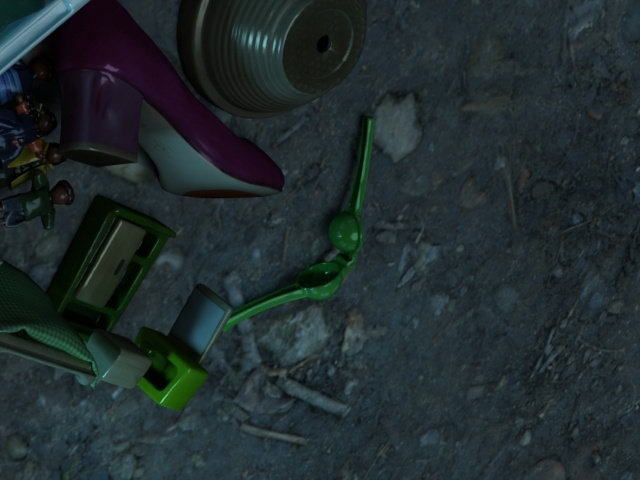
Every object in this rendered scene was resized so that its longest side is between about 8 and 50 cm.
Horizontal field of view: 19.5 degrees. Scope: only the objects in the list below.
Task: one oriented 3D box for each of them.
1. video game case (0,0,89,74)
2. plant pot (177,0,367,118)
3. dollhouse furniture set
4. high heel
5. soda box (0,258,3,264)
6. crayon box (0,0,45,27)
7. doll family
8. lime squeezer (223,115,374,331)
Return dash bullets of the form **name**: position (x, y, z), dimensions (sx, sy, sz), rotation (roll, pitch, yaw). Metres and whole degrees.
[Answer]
- **video game case**: position (-0.321, -0.191, 1.702), dimensions (0.285, 0.204, 0.025), rotation (-42, 123, -14)
- **plant pot**: position (-0.029, -0.232, 2.017), dimensions (0.237, 0.110, 0.237), rotation (-22, 127, -31)
- **dollhouse furniture set**: position (-0.252, 0.041, 1.916), dimensions (0.301, 0.197, 0.151), rotation (24, 99, -48)
- **high heel**: position (-0.145, -0.149, 1.978), dimensions (0.377, 0.127, 0.181), rotation (19, 71, -62)
- **soda box**: position (-0.421, 0.003, 1.670), dimensions (0.098, 0.091, 0.286), rotation (-53, 150, 8)
- **crayon box**: position (-0.426, -0.209, 1.598), dimensions (0.318, 0.202, 0.081), rotation (-27, 131, -27)
- **doll family**: position (-0.302, -0.103, 1.874), dimensions (0.111, 0.076, 0.193), rotation (-21, 125, -26)
- **lime squeezer**: position (0.000, 0.000, 2.245), dimensions (0.110, 0.059, 0.310), rotation (36, 90, -18)
